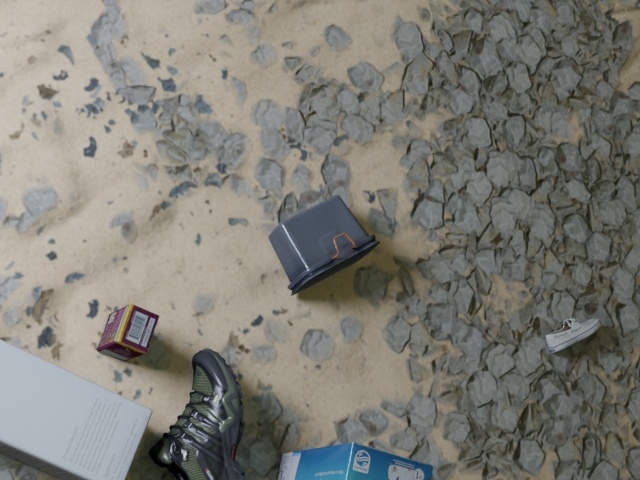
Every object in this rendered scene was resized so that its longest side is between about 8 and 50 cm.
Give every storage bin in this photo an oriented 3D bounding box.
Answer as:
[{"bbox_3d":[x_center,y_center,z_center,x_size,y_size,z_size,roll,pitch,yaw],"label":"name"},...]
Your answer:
[{"bbox_3d":[0.000,0.000,2.051,0.135,0.098,0.091,-28,82,-29],"label":"storage bin"}]

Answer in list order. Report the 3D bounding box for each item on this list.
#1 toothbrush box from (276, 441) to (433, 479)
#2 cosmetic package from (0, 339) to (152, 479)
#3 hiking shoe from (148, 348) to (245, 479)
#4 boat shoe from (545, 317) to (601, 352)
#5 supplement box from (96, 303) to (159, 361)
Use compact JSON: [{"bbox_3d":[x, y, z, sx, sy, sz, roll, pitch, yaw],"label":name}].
[{"bbox_3d":[0.017,0.419,1.892,0.126,0.216,0.295,18,72,-22],"label":"toothbrush box"},{"bbox_3d":[-0.336,0.217,1.831,0.231,0.085,0.117,29,67,-17],"label":"cosmetic package"},{"bbox_3d":[-0.161,0.248,1.911,0.114,0.086,0.226,1,71,-21],"label":"hiking shoe"},{"bbox_3d":[0.379,0.134,2.247,0.100,0.035,0.035,-24,93,-23],"label":"boat shoe"},{"bbox_3d":[-0.245,0.118,1.897,0.043,0.083,0.055,25,69,-21],"label":"supplement box"}]
